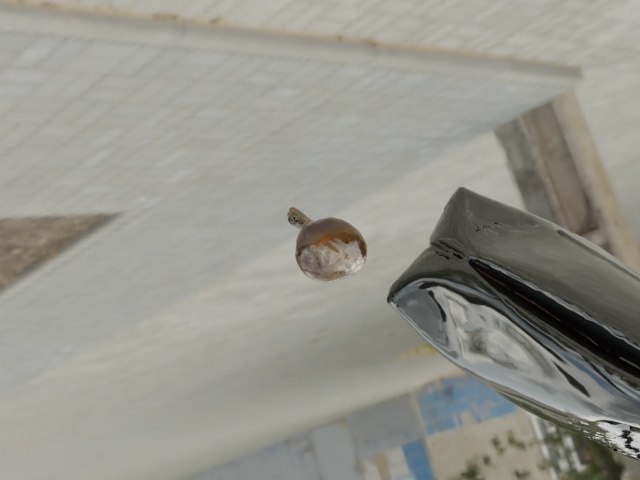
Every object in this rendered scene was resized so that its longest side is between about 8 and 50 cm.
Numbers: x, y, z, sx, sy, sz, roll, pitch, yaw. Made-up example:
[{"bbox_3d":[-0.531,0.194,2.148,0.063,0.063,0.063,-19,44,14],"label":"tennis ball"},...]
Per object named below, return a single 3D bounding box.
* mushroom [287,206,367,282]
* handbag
[{"bbox_3d":[-0.005,0.002,1.532,0.073,0.129,0.088,-11,132,-58],"label":"mushroom"},{"bbox_3d":[0.240,0.098,0.935,0.152,0.288,0.342,-58,143,0],"label":"handbag"}]
